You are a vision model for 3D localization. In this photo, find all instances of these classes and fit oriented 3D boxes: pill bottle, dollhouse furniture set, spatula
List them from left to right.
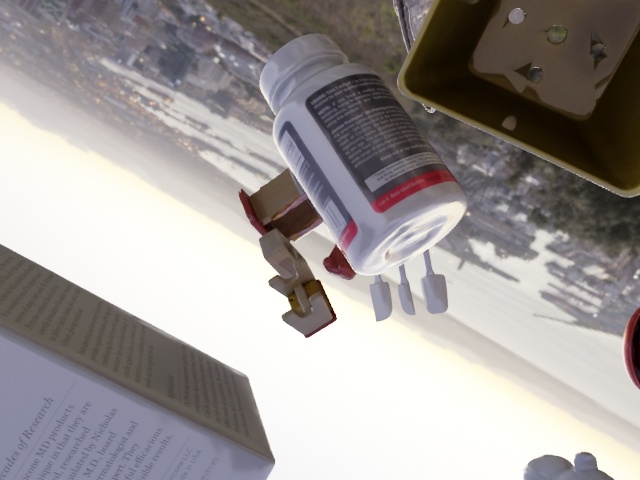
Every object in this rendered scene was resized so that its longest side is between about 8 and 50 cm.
[{"bbox_3d":[0.000,0.000,1.187,0.152,0.201,0.374,50,-170,-44],"label":"dollhouse furniture set"},{"bbox_3d":[0.044,-0.126,0.878,0.318,0.176,0.176,59,-172,20],"label":"pill bottle"},{"bbox_3d":[0.176,0.046,1.376,0.168,0.241,0.019,-12,173,27],"label":"spatula"}]

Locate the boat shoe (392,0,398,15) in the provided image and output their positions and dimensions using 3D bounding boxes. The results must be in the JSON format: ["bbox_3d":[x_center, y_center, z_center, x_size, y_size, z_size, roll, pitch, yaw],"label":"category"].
[{"bbox_3d":[0.192,-0.530,1.027,0.110,0.341,0.122,-11,-149,-26],"label":"boat shoe"}]

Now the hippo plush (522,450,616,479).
[{"bbox_3d":[0.329,0.411,0.963,0.234,0.236,0.294,49,166,-6],"label":"hippo plush"}]

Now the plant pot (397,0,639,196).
[{"bbox_3d":[0.218,-0.188,0.562,0.212,0.212,0.187,27,-161,8],"label":"plant pot"}]

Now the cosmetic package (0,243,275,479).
[{"bbox_3d":[-0.289,0.147,0.668,0.453,0.161,0.230,33,-179,-16],"label":"cosmetic package"}]

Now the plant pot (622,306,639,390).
[{"bbox_3d":[0.629,0.185,1.080,0.191,0.191,0.174,32,162,-25],"label":"plant pot"}]

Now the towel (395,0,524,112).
[{"bbox_3d":[0.195,-0.327,0.871,0.049,0.187,0.282,52,173,43],"label":"towel"}]
